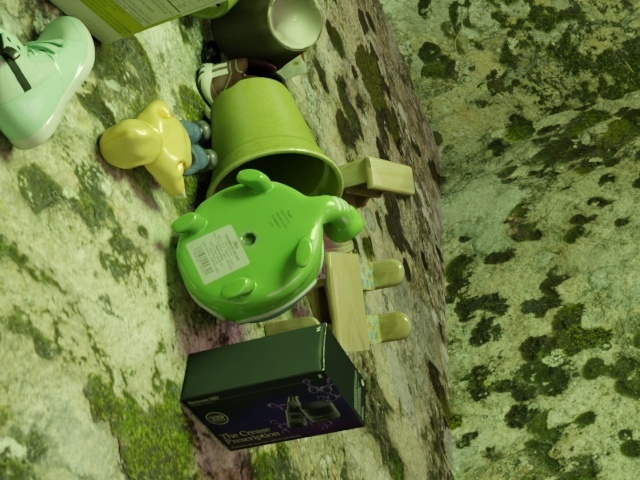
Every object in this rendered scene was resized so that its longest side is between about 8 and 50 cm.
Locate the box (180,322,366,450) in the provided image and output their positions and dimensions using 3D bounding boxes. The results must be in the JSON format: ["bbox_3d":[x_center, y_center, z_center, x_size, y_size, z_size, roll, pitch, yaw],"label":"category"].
[{"bbox_3d":[-0.076,0.255,1.448,0.103,0.261,0.184,-85,153,-45],"label":"box"}]

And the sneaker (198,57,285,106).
[{"bbox_3d":[-0.133,-0.293,1.848,0.281,0.162,0.107,49,32,-52],"label":"sneaker"}]

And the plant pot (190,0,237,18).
[{"bbox_3d":[-0.216,-0.616,1.766,0.275,0.274,0.294,50,48,-52],"label":"plant pot"}]

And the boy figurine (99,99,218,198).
[{"bbox_3d":[-0.271,-0.155,1.463,0.285,0.092,0.177,-19,94,-71],"label":"boy figurine"}]

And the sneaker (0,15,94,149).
[{"bbox_3d":[-0.396,-0.264,1.164,0.151,0.094,0.256,65,23,-45],"label":"sneaker"}]

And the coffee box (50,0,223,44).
[{"bbox_3d":[-0.299,-0.568,1.307,0.338,0.334,0.338,38,41,-61],"label":"coffee box"}]

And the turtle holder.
[{"bbox_3d":[-0.101,0.010,1.533,0.320,0.243,0.227,-53,161,-20],"label":"turtle holder"}]

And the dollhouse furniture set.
[{"bbox_3d":[0.076,0.044,1.873,0.362,0.256,0.395,5,75,-53],"label":"dollhouse furniture set"}]

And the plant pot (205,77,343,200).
[{"bbox_3d":[-0.117,-0.180,1.720,0.276,0.276,0.254,49,20,-53],"label":"plant pot"}]

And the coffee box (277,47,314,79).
[{"bbox_3d":[-0.114,-0.557,2.206,0.141,0.098,0.247,-77,147,-55],"label":"coffee box"}]

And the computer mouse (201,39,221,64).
[{"bbox_3d":[-0.215,-0.427,1.925,0.071,0.041,0.242,63,27,-10],"label":"computer mouse"}]

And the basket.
[{"bbox_3d":[-0.100,-0.449,1.800,0.204,0.227,0.154,31,79,-27],"label":"basket"}]

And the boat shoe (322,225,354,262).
[{"bbox_3d":[0.000,0.000,2.112,0.302,0.109,0.098,-19,96,-66],"label":"boat shoe"}]
